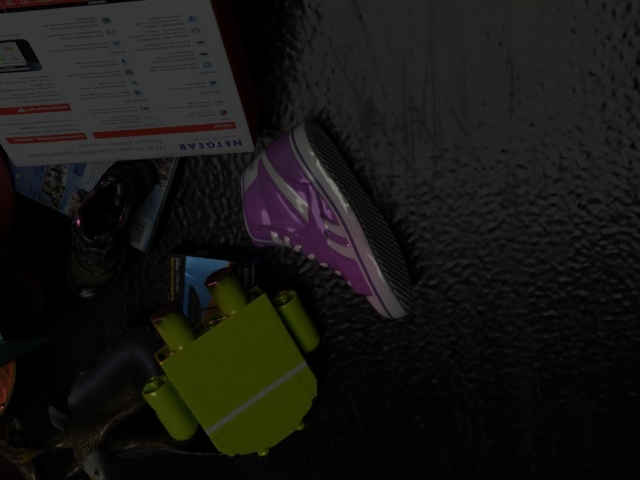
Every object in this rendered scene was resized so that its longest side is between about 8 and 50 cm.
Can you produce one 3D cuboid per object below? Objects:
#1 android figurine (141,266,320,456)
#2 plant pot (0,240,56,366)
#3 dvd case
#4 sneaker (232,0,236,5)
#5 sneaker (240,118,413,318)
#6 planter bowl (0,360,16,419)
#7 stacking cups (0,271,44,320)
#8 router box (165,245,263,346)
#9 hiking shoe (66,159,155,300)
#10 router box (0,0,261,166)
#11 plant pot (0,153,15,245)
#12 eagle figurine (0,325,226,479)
[{"bbox_3d":[-0.110,0.178,1.043,0.248,0.056,0.273,-35,113,-13],"label":"android figurine"},{"bbox_3d":[-0.520,0.122,1.016,0.234,0.166,0.165,-32,84,0],"label":"plant pot"},{"bbox_3d":[-0.326,-0.111,1.092,0.253,0.022,0.180,25,110,6],"label":"dvd case"},{"bbox_3d":[-0.169,-0.352,0.944,0.163,0.086,0.226,34,113,-1],"label":"sneaker"},{"bbox_3d":[0.000,0.000,1.010,0.161,0.102,0.282,-33,86,24],"label":"sneaker"},{"bbox_3d":[-0.556,0.240,1.197,0.217,0.090,0.217,-5,63,9],"label":"planter bowl"},{"bbox_3d":[-0.589,0.092,1.192,0.316,0.096,0.096,1,107,19],"label":"stacking cups"},{"bbox_3d":[-0.154,0.103,1.101,0.133,0.046,0.179,6,108,12],"label":"router box"},{"bbox_3d":[-0.310,-0.008,1.044,0.086,0.114,0.227,27,111,5],"label":"hiking shoe"},{"bbox_3d":[-0.265,-0.225,0.904,0.335,0.082,0.301,-2,143,7],"label":"router box"},{"bbox_3d":[-0.610,-0.049,1.050,0.274,0.243,0.275,6,111,17],"label":"plant pot"},{"bbox_3d":[-0.306,0.284,1.131,0.298,0.226,0.225,-29,63,-4],"label":"eagle figurine"}]
